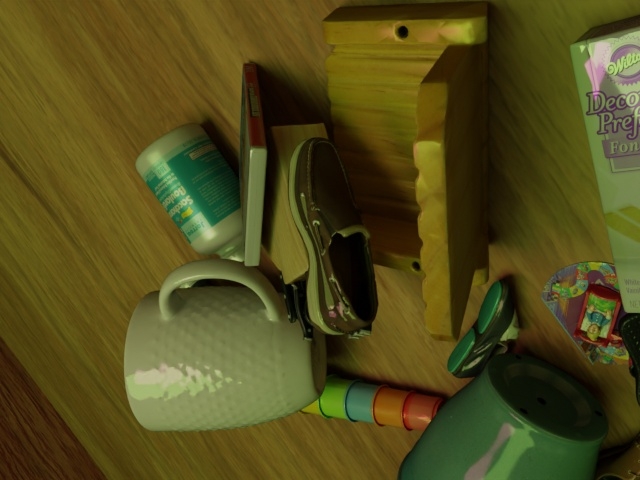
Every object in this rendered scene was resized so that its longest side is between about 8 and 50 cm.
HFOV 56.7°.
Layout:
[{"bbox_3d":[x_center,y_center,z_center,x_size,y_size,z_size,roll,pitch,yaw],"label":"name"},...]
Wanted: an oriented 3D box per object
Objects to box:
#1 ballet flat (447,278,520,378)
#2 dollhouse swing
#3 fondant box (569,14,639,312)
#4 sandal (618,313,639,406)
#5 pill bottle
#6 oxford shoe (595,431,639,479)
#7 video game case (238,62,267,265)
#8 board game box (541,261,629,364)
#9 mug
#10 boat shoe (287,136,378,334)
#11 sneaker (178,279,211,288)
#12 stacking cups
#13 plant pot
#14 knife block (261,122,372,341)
[{"bbox_3d":[0.266,0.144,0.922,0.074,0.074,0.203,33,128,19],"label":"ballet flat"},{"bbox_3d":[0.075,-0.088,0.748,0.315,0.305,0.346,13,126,33],"label":"dollhouse swing"},{"bbox_3d":[0.422,-0.083,0.615,0.238,0.096,0.330,-4,113,41],"label":"fondant box"},{"bbox_3d":[0.444,0.163,0.794,0.067,0.040,0.179,-21,107,14],"label":"sandal"},{"bbox_3d":[-0.212,-0.075,1.108,0.146,0.146,0.264,-32,95,47],"label":"pill bottle"},{"bbox_3d":[0.475,0.323,0.856,0.076,0.076,0.212,41,134,14],"label":"oxford shoe"},{"bbox_3d":[-0.110,-0.127,0.932,0.025,0.285,0.204,0,129,-10],"label":"video game case"},{"bbox_3d":[0.386,0.110,0.817,0.168,0.033,0.133,53,137,-2],"label":"board game box"},{"bbox_3d":[-0.170,0.186,1.121,0.328,0.276,0.374,-4,127,10],"label":"mug"},{"bbox_3d":[0.028,-0.012,0.750,0.095,0.095,0.257,-14,85,55],"label":"boat shoe"},{"bbox_3d":[-0.280,0.197,1.389,0.163,0.086,0.226,45,135,11],"label":"sneaker"},{"bbox_3d":[0.093,0.325,1.159,0.316,0.096,0.096,2,118,39],"label":"stacking cups"},{"bbox_3d":[0.287,0.322,0.894,0.272,0.272,0.255,30,117,21],"label":"plant pot"},{"bbox_3d":[0.000,0.000,0.840,0.242,0.088,0.275,45,136,48],"label":"knife block"}]
